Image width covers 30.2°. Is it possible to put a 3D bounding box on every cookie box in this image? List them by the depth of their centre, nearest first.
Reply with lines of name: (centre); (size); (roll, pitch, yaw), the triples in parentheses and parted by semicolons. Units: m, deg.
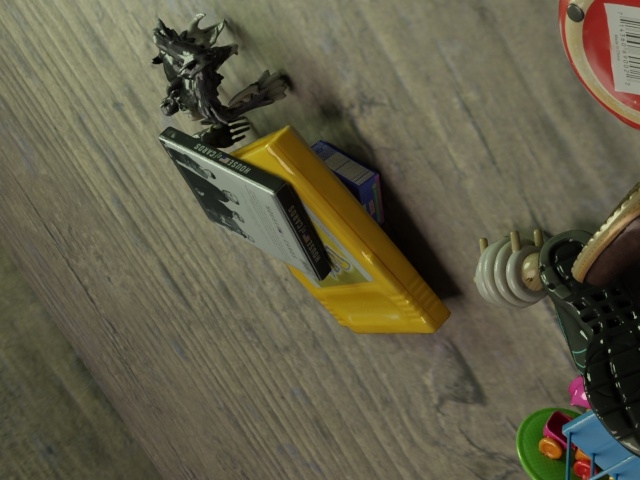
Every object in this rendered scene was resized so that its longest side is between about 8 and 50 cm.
cookie box: (0.029, -0.068, 1.551); (0.107, 0.040, 0.092); (33, 150, 33)

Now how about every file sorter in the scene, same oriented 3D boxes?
file sorter: (0.360, 0.258, 1.280); (0.170, 0.104, 0.118); (41, 123, -15)

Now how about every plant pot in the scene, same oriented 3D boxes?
plant pot: (0.292, -0.180, 0.889); (0.191, 0.174, 0.191); (34, 147, 26)

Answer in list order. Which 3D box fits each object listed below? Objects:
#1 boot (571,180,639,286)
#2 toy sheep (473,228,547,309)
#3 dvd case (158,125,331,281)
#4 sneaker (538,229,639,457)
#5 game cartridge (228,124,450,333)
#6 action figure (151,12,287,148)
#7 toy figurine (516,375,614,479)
boot: (0.362, 0.015, 1.033); (0.207, 0.090, 0.248); (45, 126, 5)
toy sheep: (0.217, 0.035, 1.348); (0.091, 0.091, 0.132); (56, 156, -8)
dvd case: (-0.101, -0.050, 1.581); (0.238, 0.029, 0.179); (27, 156, 39)
sneaker: (0.307, 0.111, 1.218); (0.106, 0.101, 0.267); (58, -166, -50)
game cartridge: (0.000, 0.000, 1.595); (0.324, 0.052, 0.285); (50, 161, -11)
action figure: (-0.140, -0.213, 1.540); (0.164, 0.141, 0.276); (52, 168, 5)
toy figurine: (0.332, 0.219, 1.375); (0.173, 0.130, 0.159); (33, 138, 14)
